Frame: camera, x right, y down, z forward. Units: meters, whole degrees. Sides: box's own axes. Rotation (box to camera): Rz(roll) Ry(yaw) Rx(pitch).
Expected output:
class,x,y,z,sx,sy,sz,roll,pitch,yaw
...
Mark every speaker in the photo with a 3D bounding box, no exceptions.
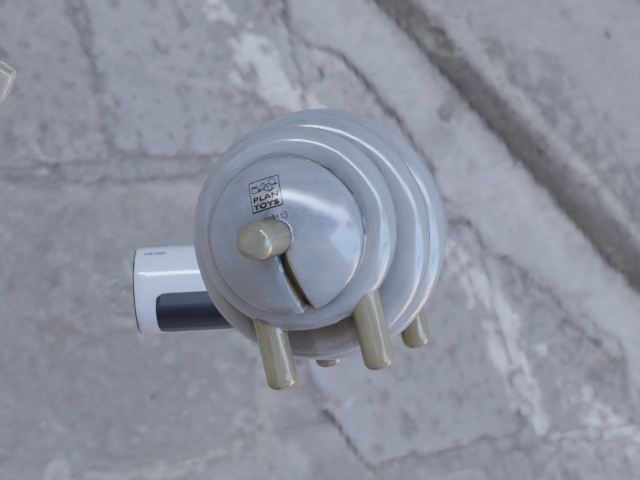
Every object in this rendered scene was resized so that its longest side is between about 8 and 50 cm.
class,x,y,z,sx,sy,sz,roll,pitch,yaw
speaker,-0.044,0.027,0.902,0.055,0.136,0.055,-3,90,-89

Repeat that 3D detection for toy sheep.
class,x,y,z,sx,sy,sz,roll,pitch,yaw
toy sheep,0.000,0.000,0.477,0.132,0.091,0.091,-8,78,-79

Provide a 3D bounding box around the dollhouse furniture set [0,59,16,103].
class,x,y,z,sx,sy,sz,roll,pitch,yaw
dollhouse furniture set,-0.270,-0.094,0.929,0.114,0.081,0.091,33,25,-7
